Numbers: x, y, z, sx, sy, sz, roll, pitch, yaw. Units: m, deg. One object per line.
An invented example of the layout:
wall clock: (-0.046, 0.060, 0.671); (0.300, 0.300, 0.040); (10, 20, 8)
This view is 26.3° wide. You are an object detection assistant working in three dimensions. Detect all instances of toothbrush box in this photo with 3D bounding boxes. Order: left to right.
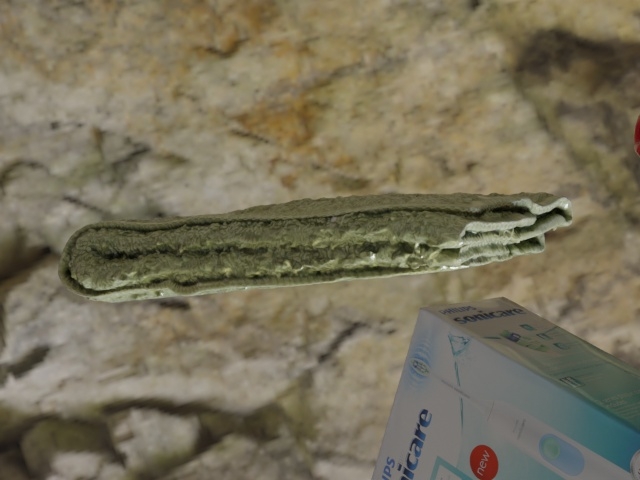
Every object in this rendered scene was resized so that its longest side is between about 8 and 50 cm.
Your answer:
toothbrush box: (0.200, 0.206, 1.187); (0.295, 0.126, 0.216); (31, -66, 40)

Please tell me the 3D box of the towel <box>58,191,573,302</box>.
towel: (0.000, 0.000, 0.455); (0.148, 0.110, 0.027); (-6, -91, 27)

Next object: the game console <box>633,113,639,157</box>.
game console: (0.376, -0.111, 0.583); (0.342, 0.387, 0.060); (126, -41, -49)
